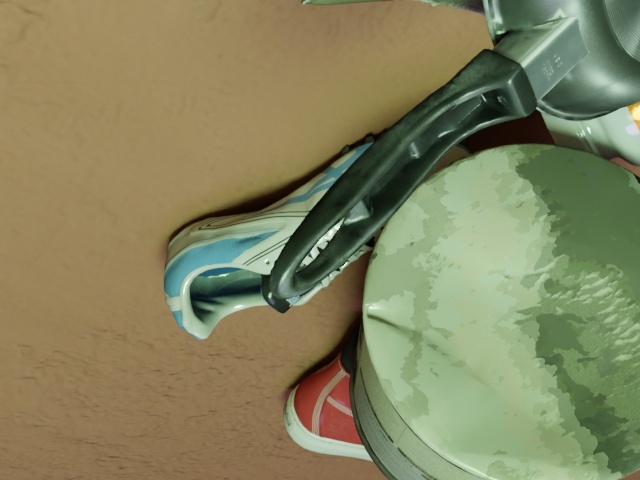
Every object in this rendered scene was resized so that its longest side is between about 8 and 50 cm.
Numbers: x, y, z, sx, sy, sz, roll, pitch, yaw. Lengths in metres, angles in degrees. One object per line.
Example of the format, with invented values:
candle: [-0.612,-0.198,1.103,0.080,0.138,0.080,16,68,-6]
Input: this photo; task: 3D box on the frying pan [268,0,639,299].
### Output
frying pan: [0.101,-0.120,0.474,0.326,0.053,0.197,-31,127,-31]

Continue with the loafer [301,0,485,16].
loafer: [0.025,-0.159,0.522,0.251,0.094,0.087,12,155,-29]

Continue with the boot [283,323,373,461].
boot: [0.111,0.139,1.005,0.244,0.088,0.176,11,140,-26]

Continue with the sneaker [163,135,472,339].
sneaker: [0.000,0.000,0.751,0.237,0.086,0.085,-24,144,16]

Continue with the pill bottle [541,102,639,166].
pill bottle: [0.214,-0.098,0.667,0.152,0.086,0.086,-27,145,22]

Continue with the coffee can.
coffee can: [0.123,0.078,0.739,0.201,0.201,0.275,-10,164,-3]
